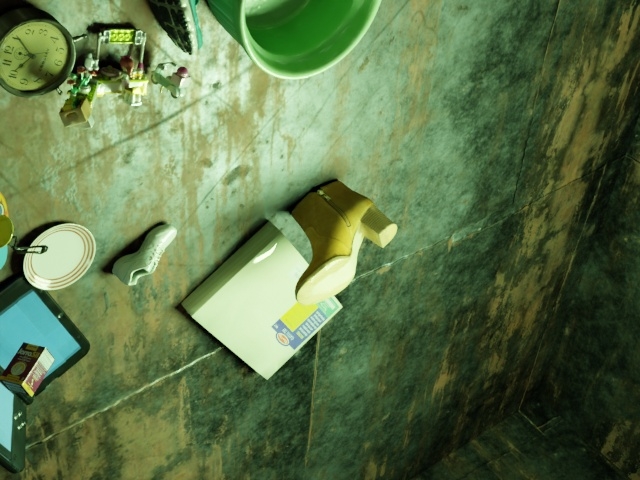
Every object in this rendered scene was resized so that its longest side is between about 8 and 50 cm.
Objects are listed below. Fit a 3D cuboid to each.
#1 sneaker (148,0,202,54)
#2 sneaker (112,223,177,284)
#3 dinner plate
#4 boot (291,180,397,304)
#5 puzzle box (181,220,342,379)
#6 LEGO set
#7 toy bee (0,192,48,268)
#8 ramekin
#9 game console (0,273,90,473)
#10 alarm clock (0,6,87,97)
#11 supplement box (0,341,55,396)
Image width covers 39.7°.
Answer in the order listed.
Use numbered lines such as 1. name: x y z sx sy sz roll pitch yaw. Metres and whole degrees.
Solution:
1. sneaker: -0.211 -0.423 1.412 0.110 0.107 0.275 -31 142 -30
2. sneaker: -0.337 0.032 1.751 0.152 0.061 0.053 -44 142 -7
3. dinner plate: -0.482 0.028 1.631 0.141 0.017 0.141 -28 138 -29
4. boot: 0.000 -0.001 1.930 0.295 0.211 0.104 -38 143 -22
5. puzzle box: -0.124 0.154 2.090 0.272 0.052 0.409 -44 144 -5
6. LEGO set: -0.334 -0.268 1.406 0.287 0.132 0.107 -33 143 -56
7. toy bee: -0.566 -0.029 1.407 0.195 0.298 0.162 -3 103 -1
8. ramekin: -0.049 -0.444 1.514 0.303 0.148 0.303 -27 140 -25
9. game console: -0.558 0.252 1.651 0.173 0.250 0.293 -16 141 4
10. alarm clock: -0.454 -0.287 1.324 0.192 0.064 0.129 6 120 -52
11. supplement box: -0.530 0.233 1.602 0.043 0.055 0.083 73 33 -47
